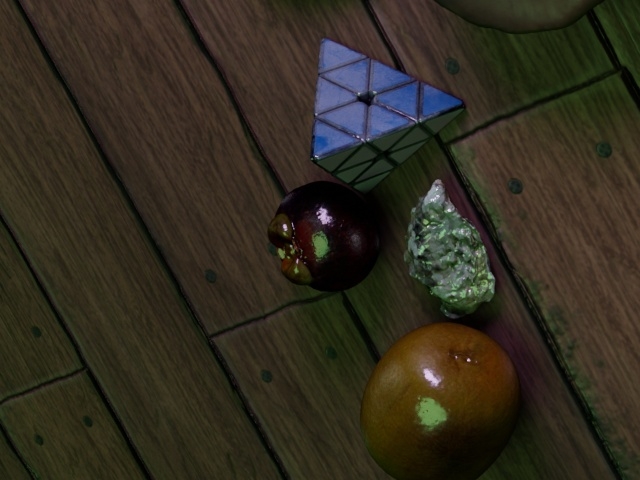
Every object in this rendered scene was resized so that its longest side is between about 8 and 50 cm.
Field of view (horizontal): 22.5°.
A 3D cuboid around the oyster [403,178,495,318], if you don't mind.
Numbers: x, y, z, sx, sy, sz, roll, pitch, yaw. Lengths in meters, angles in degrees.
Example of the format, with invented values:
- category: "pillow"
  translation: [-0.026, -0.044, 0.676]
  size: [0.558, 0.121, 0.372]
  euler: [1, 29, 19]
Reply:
- category: "oyster"
  translation: [0.156, 0.014, 2.042]
  size: [0.125, 0.064, 0.177]
  euler: [-24, 100, 36]

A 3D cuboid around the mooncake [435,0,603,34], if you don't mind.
- category: "mooncake"
  translation: [0.223, -0.370, 1.733]
  size: [0.290, 0.161, 0.290]
  euler: [16, 123, 27]

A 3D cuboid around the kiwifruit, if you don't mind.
- category: "kiwifruit"
  translation: [0.151, 0.220, 2.065]
  size: [0.196, 0.196, 0.234]
  euler: [32, 131, 18]

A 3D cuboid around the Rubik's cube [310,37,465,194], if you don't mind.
- category: "Rubik's cube"
  translation: [0.060, -0.136, 1.959]
  size: [0.190, 0.178, 0.211]
  euler: [-9, 109, 34]

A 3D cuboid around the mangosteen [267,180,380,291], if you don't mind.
- category: "mangosteen"
  translation: [0.000, 0.000, 2.083]
  size: [0.152, 0.152, 0.153]
  euler: [16, 121, 28]
